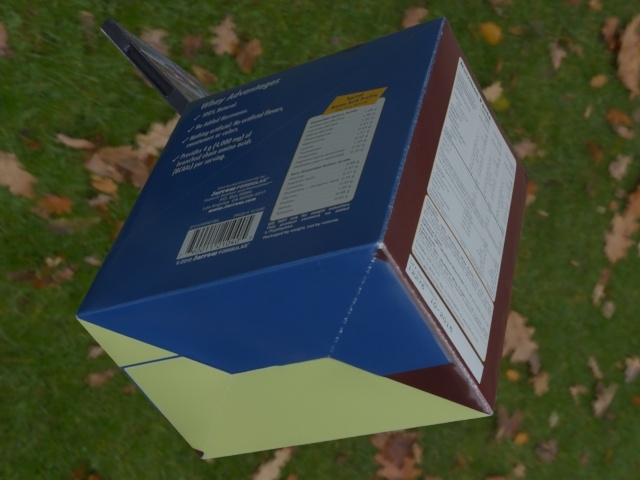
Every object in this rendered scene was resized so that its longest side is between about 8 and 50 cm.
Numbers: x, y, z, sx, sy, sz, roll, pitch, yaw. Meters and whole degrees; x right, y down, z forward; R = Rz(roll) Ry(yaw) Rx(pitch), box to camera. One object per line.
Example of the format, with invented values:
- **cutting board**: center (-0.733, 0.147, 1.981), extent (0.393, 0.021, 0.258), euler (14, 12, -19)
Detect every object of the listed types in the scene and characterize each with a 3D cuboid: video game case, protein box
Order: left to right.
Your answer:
- **video game case**: center (-0.165, -0.184, 1.513), extent (0.026, 0.274, 0.196), euler (-50, 140, 7)
- **protein box**: center (0.000, 0.000, 0.684), extent (0.136, 0.199, 0.201), euler (56, 35, -32)
